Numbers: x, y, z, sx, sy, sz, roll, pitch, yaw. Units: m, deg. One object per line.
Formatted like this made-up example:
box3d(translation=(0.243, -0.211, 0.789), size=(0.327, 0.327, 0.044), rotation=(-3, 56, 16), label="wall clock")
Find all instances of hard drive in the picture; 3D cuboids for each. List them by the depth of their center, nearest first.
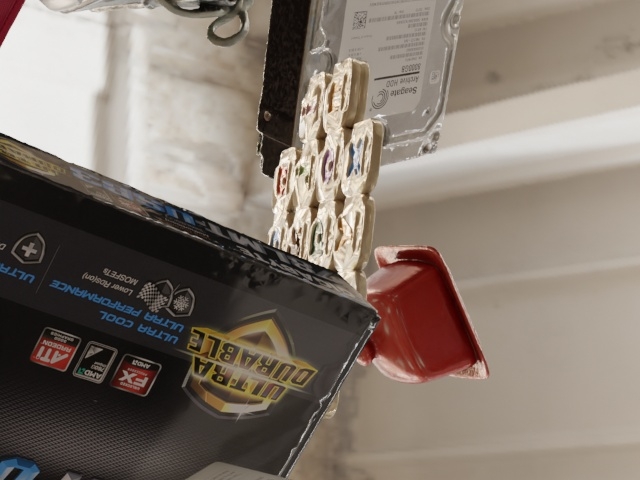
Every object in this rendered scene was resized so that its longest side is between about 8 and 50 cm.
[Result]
box3d(translation=(0.052, -0.235, 1.558), size=(0.064, 0.237, 0.339), rotation=(29, -60, 39), label="hard drive")

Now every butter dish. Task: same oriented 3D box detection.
box3d(translation=(0.085, 0.095, 1.633), size=(0.160, 0.118, 0.160), rotation=(-1, -65, 66), label="butter dish")

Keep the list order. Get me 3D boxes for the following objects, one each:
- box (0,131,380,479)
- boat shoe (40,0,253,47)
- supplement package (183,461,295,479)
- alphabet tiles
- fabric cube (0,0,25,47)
box3d(translation=(-0.155, 0.110, 0.894), size=(0.293, 0.295, 0.073), rotation=(-61, -146, 9), label="box")
box3d(translation=(-0.070, -0.189, 0.977), size=(0.306, 0.105, 0.113), rotation=(-17, -144, 43), label="boat shoe")
box3d(translation=(0.017, 0.247, 0.709), size=(0.263, 0.199, 0.198), rotation=(11, -78, 21), label="supplement package")
box3d(translation=(0.000, 0.000, 1.230), size=(0.278, 0.021, 0.284), rotation=(168, -72, -73), label="alphabet tiles")
box3d(translation=(-0.427, -0.228, 1.333), size=(0.254, 0.258, 0.259), rotation=(7, -110, 61), label="fabric cube")
